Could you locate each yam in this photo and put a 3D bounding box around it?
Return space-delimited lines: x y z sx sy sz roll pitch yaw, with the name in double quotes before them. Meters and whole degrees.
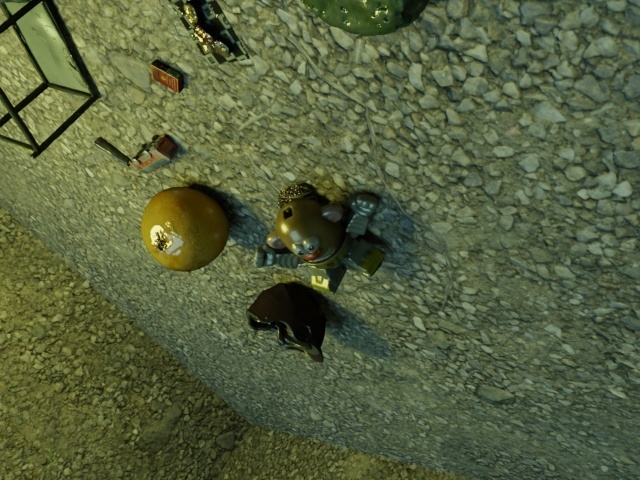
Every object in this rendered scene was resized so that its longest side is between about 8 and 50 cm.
"yam" -0.655 -0.280 2.015 0.129 0.033 0.027 34 124 -9

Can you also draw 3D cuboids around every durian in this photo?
"durian" -0.071 -0.098 1.661 0.140 0.071 0.110 15 146 39

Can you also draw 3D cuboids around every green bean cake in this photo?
"green bean cake" 0.063 -0.436 0.976 0.223 0.125 0.227 22 154 22

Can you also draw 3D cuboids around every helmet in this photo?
"helmet" -0.086 0.256 2.094 0.305 0.177 0.225 31 157 -10

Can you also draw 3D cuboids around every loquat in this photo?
"loquat" -0.408 -0.038 1.927 0.263 0.263 0.263 25 150 16

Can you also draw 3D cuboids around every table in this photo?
"table" -0.804 -0.442 1.665 0.222 0.272 0.335 20 148 24

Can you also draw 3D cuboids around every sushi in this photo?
"sushi" -0.253 -0.452 1.349 0.139 0.031 0.201 5 140 41

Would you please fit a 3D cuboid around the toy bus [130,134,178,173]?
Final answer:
"toy bus" -0.487 -0.248 1.856 0.077 0.065 0.192 39 151 -24

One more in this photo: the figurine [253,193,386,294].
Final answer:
"figurine" -0.001 0.000 1.590 0.285 0.342 0.167 47 -177 -42

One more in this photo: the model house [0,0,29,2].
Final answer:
"model house" -0.764 -0.688 1.344 0.280 0.245 0.312 43 135 44

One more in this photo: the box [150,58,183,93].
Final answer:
"box" -0.374 -0.401 1.555 0.082 0.023 0.051 30 150 6
